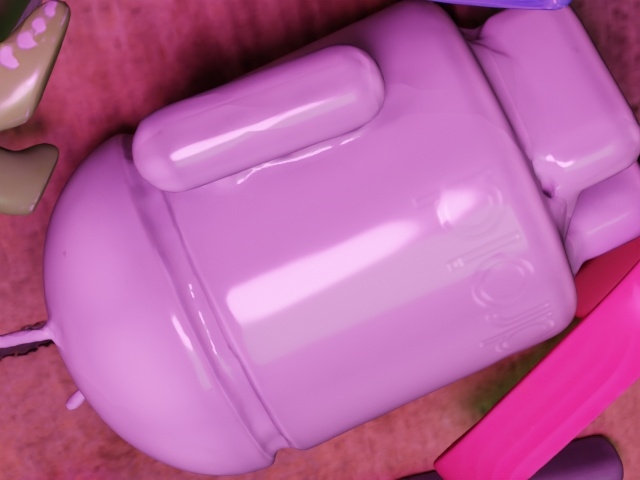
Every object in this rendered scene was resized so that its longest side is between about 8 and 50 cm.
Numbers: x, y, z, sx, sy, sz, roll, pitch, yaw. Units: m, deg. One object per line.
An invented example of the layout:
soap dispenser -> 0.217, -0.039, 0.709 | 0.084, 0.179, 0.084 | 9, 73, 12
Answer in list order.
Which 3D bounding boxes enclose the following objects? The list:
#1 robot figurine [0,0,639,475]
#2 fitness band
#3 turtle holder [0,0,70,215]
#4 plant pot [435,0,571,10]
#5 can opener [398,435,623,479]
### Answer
robot figurine -> 0.000, 0.000, 1.041 | 0.353, 0.200, 0.300 | -25, 143, 3
fitness band -> 0.171, 0.047, 1.123 | 0.054, 0.209, 0.291 | 40, 130, 2
turtle holder -> -0.242, -0.055, 0.856 | 0.227, 0.320, 0.243 | 21, 149, -4
plant pot -> 0.020, -0.257, 0.804 | 0.212, 0.236, 0.236 | -55, 137, -23
can opener -> 0.079, 0.206, 1.310 | 0.280, 0.093, 0.074 | -14, 129, -13
